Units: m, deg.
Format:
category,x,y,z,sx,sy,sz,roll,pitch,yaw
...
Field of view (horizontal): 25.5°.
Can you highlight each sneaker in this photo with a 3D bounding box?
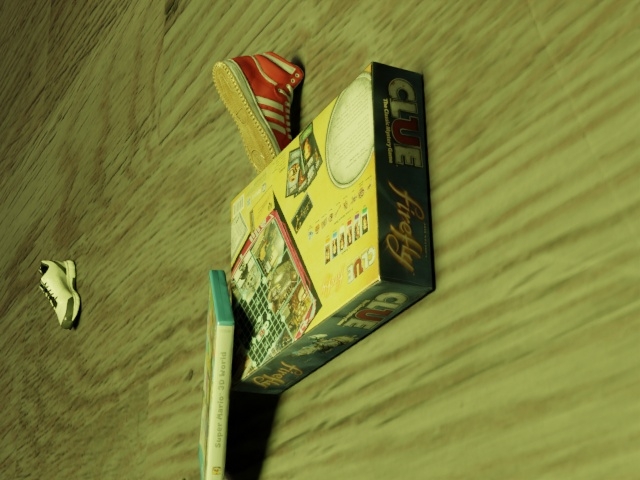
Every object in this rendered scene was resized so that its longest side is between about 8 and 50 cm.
category,x,y,z,sx,sy,sz,roll,pitch,yaw
sneaker,-0.313,0.065,1.687,0.040,0.044,0.109,-61,32,31
sneaker,-0.035,-0.102,1.167,0.042,0.067,0.118,-30,84,56

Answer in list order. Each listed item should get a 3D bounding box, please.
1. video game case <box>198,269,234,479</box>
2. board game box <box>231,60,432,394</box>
category,x,y,z,sx,sy,sz,roll,pitch,yaw
video game case,-0.085,0.121,1.136,0.119,0.015,0.166,-113,26,-70
board game box,0.000,0.000,1.037,0.243,0.042,0.165,-39,46,55
